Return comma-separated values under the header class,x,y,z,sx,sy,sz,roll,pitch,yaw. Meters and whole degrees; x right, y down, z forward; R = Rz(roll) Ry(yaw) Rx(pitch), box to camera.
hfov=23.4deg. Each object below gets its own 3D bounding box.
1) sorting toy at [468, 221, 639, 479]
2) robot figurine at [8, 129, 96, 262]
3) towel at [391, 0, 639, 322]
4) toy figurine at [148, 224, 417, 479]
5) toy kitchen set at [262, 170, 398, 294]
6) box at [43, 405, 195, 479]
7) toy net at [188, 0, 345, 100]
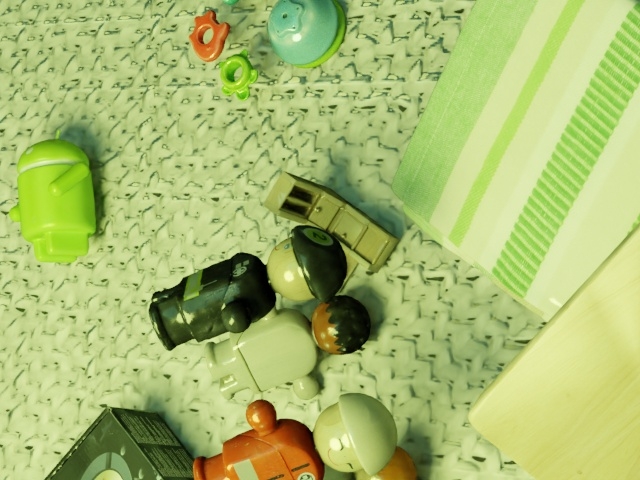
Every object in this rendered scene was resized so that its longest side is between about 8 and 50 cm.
class,x,y,z,sx,sy,sz,roll,pitch,yaw
sorting toy,0.278,0.097,1.011,0.255,0.089,0.257,40,115,1
robot figurine,-0.237,-0.039,1.388,0.101,0.067,0.115,-26,67,55
towel,0.211,-0.043,1.124,0.325,0.038,0.248,40,119,29
toy figurine,-0.015,0.114,1.161,0.148,0.209,0.213,-22,64,7
toy kitchen set,0.000,0.000,1.245,0.083,0.075,0.068,37,101,33
box,-0.152,0.253,1.283,0.147,0.077,0.180,-48,62,13
toy net,-0.075,-0.233,1.349,0.122,0.045,0.232,-38,64,20
